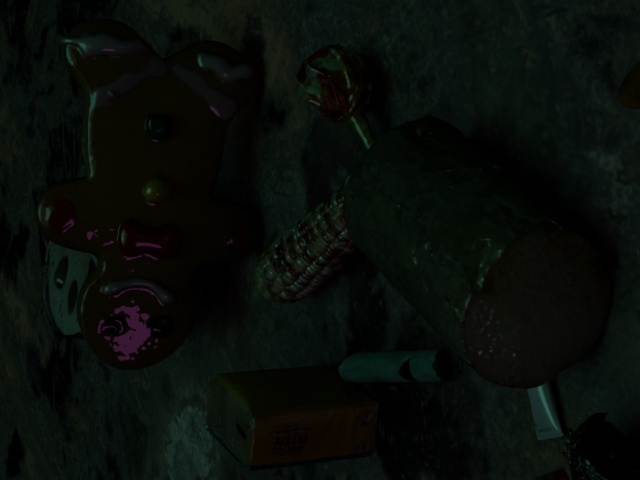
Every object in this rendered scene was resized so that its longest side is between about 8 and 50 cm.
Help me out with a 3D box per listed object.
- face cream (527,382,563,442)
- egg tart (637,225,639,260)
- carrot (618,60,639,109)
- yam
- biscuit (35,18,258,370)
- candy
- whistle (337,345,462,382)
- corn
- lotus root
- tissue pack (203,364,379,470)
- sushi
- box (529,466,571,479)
[{"bbox_3d":[0.208,0.135,1.305,0.038,0.020,0.115,-22,78,56],"label":"face cream"},{"bbox_3d":[0.308,0.011,1.108,0.128,0.049,0.129,26,120,58],"label":"egg tart"},{"bbox_3d":[0.301,-0.164,1.093,0.210,0.061,0.061,-48,54,54],"label":"carrot"},{"bbox_3d":[0.136,0.003,1.282,0.268,0.161,0.161,49,133,46],"label":"yam"},{"bbox_3d":[-0.209,-0.046,1.709,0.064,0.282,0.432,-154,73,-74],"label":"biscuit"},{"bbox_3d":[0.060,-0.089,1.477,0.078,0.084,0.288,-45,63,45],"label":"candy"},{"bbox_3d":[0.082,0.136,1.488,0.186,0.039,0.039,-9,86,58],"label":"whistle"},{"bbox_3d":[0.000,0.000,1.572,0.237,0.079,0.080,-45,56,48],"label":"corn"},{"bbox_3d":[-0.255,0.021,1.878,0.272,0.192,0.272,-33,53,59],"label":"lotus root"},{"bbox_3d":[-0.034,0.197,1.559,0.120,0.169,0.082,33,118,53],"label":"tissue pack"},{"bbox_3d":[0.246,0.198,1.193,0.083,0.056,0.085,69,180,-56],"label":"sushi"},{"bbox_3d":[0.194,0.285,1.271,0.218,0.039,0.055,100,149,-53],"label":"box"}]
